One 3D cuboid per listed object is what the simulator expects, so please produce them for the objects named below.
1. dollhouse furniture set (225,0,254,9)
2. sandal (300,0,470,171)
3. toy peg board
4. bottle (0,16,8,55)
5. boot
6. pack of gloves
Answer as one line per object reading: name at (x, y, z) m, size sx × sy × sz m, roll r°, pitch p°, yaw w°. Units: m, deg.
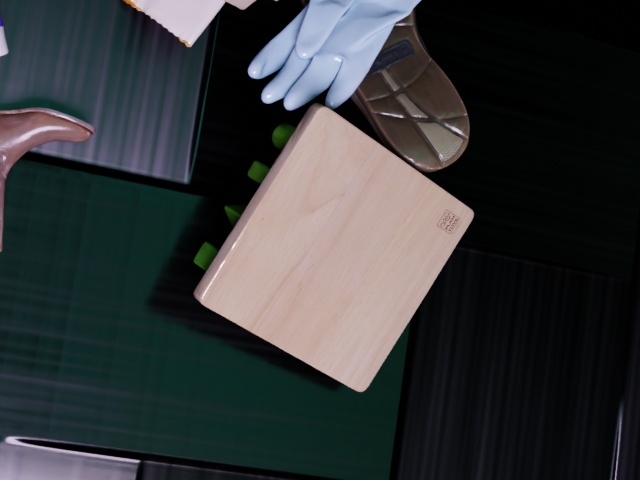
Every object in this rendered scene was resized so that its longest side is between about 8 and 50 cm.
dollhouse furniture set at (-0.125, -0.368, 0.808) m, size 0.303 × 0.174 × 0.355 m, roll 16°, pitch 48°, yaw -49°
sandal at (0.048, -0.145, 1.011) m, size 0.090 × 0.060 × 0.219 m, roll -25°, pitch 75°, yaw -9°
toy peg board at (0.000, 0.000, 0.972) m, size 0.160 × 0.079 × 0.161 m, roll 32°, pitch 91°, yaw -31°
bottle at (-0.271, -0.256, 0.867) m, size 0.092 × 0.118 × 0.283 m, roll -11°, pitch 104°, yaw 0°
boot at (-0.217, -0.037, 0.916) m, size 0.106 × 0.037 × 0.114 m, roll 8°, pitch 79°, yaw -7°
pack of gloves at (-0.009, -0.209, 0.994) m, size 0.195 × 0.046 × 0.232 m, roll 38°, pitch 76°, yaw 11°
